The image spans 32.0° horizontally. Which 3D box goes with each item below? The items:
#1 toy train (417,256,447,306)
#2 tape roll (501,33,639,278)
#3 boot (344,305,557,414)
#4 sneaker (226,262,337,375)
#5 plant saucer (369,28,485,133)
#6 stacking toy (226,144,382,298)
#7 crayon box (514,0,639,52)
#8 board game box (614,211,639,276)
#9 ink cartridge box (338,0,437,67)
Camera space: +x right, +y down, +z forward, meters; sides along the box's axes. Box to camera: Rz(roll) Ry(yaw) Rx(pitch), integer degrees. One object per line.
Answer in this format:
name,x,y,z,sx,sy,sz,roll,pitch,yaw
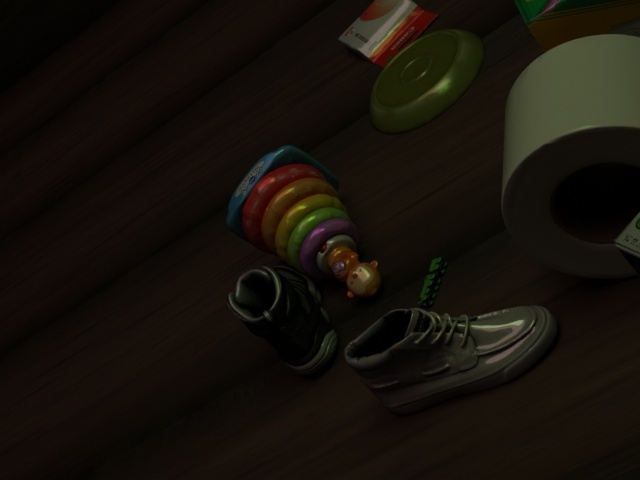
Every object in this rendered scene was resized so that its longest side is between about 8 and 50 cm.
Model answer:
toy train,0.156,0.059,1.570,0.023,0.017,0.083,-21,37,51
tape roll,0.338,-0.096,1.317,0.246,0.246,0.169,-24,37,31
boot,0.155,0.127,1.383,0.258,0.123,0.095,-30,34,24
sneaker,-0.071,0.082,1.677,0.101,0.153,0.268,-42,31,5
plant saucer,0.174,-0.288,1.942,0.241,0.037,0.241,-31,33,23
stacking toy,0.000,0.000,1.729,0.175,0.166,0.302,-51,45,7
crayon box,0.386,-0.233,1.386,0.165,0.278,0.081,-34,32,19
board game box,0.431,0.086,1.037,0.053,0.193,0.305,-48,31,-4
ink cartridge box,0.126,-0.409,2.138,0.145,0.045,0.179,-46,28,-1
